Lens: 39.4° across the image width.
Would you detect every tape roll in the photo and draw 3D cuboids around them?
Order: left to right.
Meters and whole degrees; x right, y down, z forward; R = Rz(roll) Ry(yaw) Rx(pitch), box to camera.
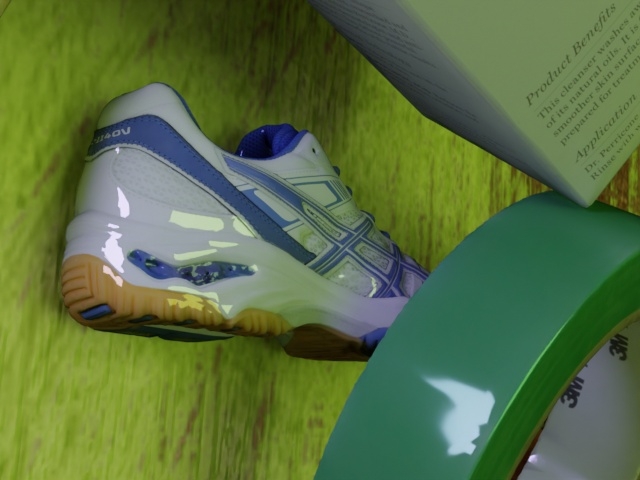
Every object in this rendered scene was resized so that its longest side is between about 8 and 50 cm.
[{"bbox_3d":[0.122,0.133,0.535,0.321,0.077,0.321,-29,133,-37],"label":"tape roll"}]

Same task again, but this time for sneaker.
[{"bbox_3d":[0.000,0.000,0.512,0.296,0.111,0.131,18,69,-45],"label":"sneaker"}]

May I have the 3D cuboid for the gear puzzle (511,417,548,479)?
[{"bbox_3d":[0.216,0.197,0.750,0.339,0.044,0.175,54,52,-27],"label":"gear puzzle"}]

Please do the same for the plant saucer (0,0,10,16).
[{"bbox_3d":[-0.230,-0.246,0.327,0.333,0.081,0.333,40,59,-35],"label":"plant saucer"}]

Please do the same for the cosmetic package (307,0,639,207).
[{"bbox_3d":[0.054,-0.207,0.395,0.217,0.156,0.385,-51,131,2],"label":"cosmetic package"}]
